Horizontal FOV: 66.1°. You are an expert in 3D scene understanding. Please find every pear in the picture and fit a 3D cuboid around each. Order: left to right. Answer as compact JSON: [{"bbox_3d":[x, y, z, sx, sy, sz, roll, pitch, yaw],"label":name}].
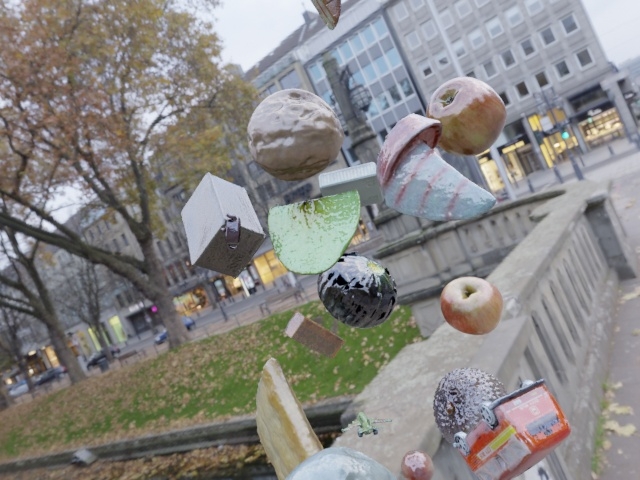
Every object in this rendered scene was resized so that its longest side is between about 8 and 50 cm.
[{"bbox_3d":[-0.002,0.002,1.435,0.288,0.239,0.139,-10,-31,18],"label":"pear"}]

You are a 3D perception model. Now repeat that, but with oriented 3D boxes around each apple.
[{"bbox_3d":[0.360,-0.310,1.230,0.188,0.188,0.174,-24,-39,37],"label":"apple"},{"bbox_3d":[0.520,0.224,1.685,0.210,0.164,0.209,-16,42,15],"label":"apple"}]

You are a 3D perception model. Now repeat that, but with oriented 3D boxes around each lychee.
[{"bbox_3d":[0.543,0.603,1.744,0.300,0.300,0.300,-24,0,0],"label":"lychee"}]

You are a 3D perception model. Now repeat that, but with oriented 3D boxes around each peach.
[{"bbox_3d":[0.240,0.563,1.216,0.083,0.083,0.083,-24,0,0],"label":"peach"}]

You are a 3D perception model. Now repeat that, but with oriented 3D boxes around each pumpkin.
[{"bbox_3d":[0.111,0.195,1.724,0.296,0.295,0.296,-24,0,0],"label":"pumpkin"}]

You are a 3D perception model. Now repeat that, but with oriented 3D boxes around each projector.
[{"bbox_3d":[0.134,-0.229,2.144,0.257,0.099,0.192,-13,-40,8],"label":"projector"}]

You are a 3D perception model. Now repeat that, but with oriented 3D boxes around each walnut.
[{"bbox_3d":[-0.067,-0.284,1.338,0.273,0.226,0.273,-7,-9,-1],"label":"walnut"}]

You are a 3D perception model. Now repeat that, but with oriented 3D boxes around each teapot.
[{"bbox_3d":[-0.208,-0.020,1.143,0.045,0.100,0.068,3,33,-6],"label":"teapot"}]

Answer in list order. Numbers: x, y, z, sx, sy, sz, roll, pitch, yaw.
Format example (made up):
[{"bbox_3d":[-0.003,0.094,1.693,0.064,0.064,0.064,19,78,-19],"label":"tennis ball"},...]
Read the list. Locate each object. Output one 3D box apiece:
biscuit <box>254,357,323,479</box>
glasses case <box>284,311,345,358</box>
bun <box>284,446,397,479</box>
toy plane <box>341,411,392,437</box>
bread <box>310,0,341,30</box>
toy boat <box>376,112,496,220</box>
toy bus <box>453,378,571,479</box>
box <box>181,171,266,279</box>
[{"bbox_3d":[-0.098,0.654,1.527,0.104,0.446,0.429,-15,-35,-28],"label":"biscuit"},{"bbox_3d":[-0.016,0.301,1.551,0.075,0.218,0.049,-55,41,-3],"label":"glasses case"},{"bbox_3d":[0.043,0.631,1.064,0.355,0.354,0.194,-24,12,-27],"label":"bun"},{"bbox_3d":[0.090,0.369,0.983,0.102,0.040,0.111,-5,-12,-8],"label":"toy plane"},{"bbox_3d":[0.021,-0.555,1.153,0.062,0.109,0.043,-38,12,-23],"label":"bread"},{"bbox_3d":[0.225,-0.117,0.981,0.096,0.282,0.206,6,-58,-44],"label":"toy boat"},{"bbox_3d":[0.224,0.236,0.587,0.079,0.077,0.174,-17,-37,-20],"label":"toy bus"},{"bbox_3d":[-0.298,-0.045,1.463,0.143,0.273,0.184,21,-63,-37],"label":"box"}]
